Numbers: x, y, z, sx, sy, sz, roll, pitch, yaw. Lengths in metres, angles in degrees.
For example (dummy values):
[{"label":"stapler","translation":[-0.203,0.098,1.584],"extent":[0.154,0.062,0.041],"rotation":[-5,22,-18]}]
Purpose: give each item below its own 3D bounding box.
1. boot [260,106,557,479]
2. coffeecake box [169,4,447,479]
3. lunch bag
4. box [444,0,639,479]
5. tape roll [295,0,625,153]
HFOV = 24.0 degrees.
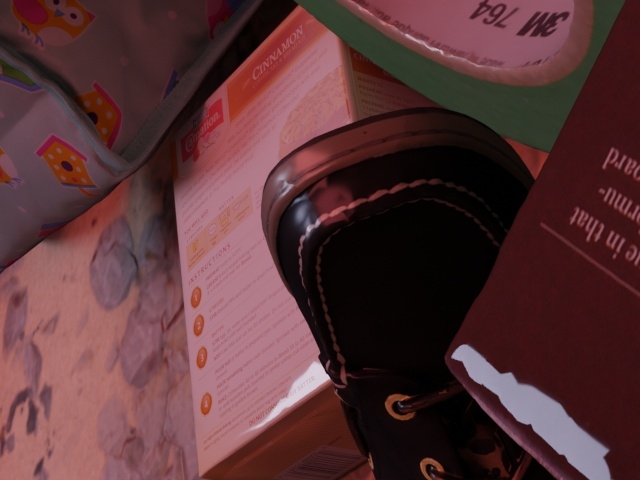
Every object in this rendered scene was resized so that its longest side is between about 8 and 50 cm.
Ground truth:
[{"label":"boot","translation":[0.059,0.082,0.465],"extent":[0.085,0.236,0.178],"rotation":[-20,57,5]},{"label":"coffeecake box","translation":[0.000,0.000,0.683],"extent":[0.142,0.068,0.185],"rotation":[-40,48,42]},{"label":"lunch bag","translation":[-0.130,-0.138,0.825],"extent":[0.223,0.160,0.262],"rotation":[-26,29,56]},{"label":"box","translation":[0.173,-0.003,0.354],"extent":[0.167,0.168,0.203],"rotation":[41,112,51]},{"label":"tape roll","translation":[0.019,-0.161,0.501],"extent":[0.077,0.321,0.321],"rotation":[-49,33,-11]}]
